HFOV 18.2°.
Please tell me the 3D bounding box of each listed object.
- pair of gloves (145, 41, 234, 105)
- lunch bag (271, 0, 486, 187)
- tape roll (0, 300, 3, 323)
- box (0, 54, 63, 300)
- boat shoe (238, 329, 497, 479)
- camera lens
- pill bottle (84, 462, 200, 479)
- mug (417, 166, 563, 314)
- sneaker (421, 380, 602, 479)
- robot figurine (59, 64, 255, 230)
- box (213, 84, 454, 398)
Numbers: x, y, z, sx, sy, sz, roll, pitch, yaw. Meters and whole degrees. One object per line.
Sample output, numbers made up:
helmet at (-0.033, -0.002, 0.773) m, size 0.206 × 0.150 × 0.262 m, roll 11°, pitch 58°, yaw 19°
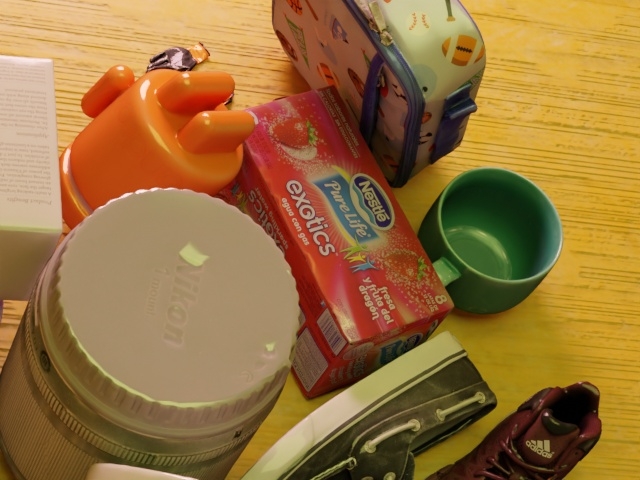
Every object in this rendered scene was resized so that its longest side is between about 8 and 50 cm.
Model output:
pair of gloves at (-0.129, -0.159, 1.988) m, size 0.074 × 0.010 × 0.083 m, roll -27°, pitch 73°, yaw -30°
lunch bag at (0.055, -0.185, 1.891) m, size 0.115 × 0.303 × 0.243 m, roll -31°, pitch 76°, yaw -10°
tape roll at (-0.375, 0.064, 1.733) m, size 0.189 × 0.080 × 0.189 m, roll 9°, pitch 58°, yaw -15°
box at (-0.277, -0.053, 1.687) m, size 0.091 × 0.130 × 0.170 m, roll 3°, pitch 61°, yaw -19°
boat shoe at (0.040, 0.192, 1.798) m, size 0.301 × 0.108 × 0.102 m, roll -30°, pitch 75°, yaw -36°
camera lens at (-0.149, 0.107, 1.671) m, size 0.219 × 0.274 × 0.219 m, roll 8°, pitch 59°, yaw -15°
pill bottle at (-0.131, 0.379, 1.491) m, size 0.224 × 0.224 × 0.392 m, roll 16°, pitch 77°, yaw -11°
mug at (0.146, 0.007, 1.940) m, size 0.157 × 0.097 × 0.129 m, roll -2°, pitch 63°, yaw -20°
sneaker at (0.157, 0.215, 1.786) m, size 0.106 × 0.162 × 0.281 m, roll 41°, pitch 56°, yaw 6°
robot figurine at (-0.158, -0.071, 1.816) m, size 0.158 × 0.219 × 0.128 m, roll 40°, pitch 35°, yaw -16°
box at (0.000, 0.000, 1.873) m, size 0.122 × 0.128 × 0.257 m, roll -18°, pitch 69°, yaw -28°
